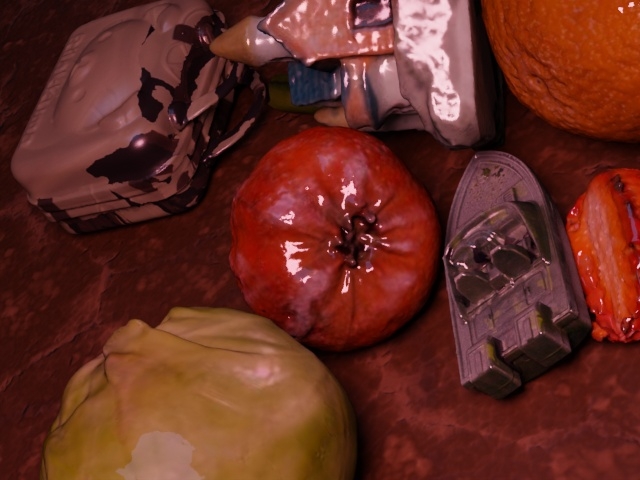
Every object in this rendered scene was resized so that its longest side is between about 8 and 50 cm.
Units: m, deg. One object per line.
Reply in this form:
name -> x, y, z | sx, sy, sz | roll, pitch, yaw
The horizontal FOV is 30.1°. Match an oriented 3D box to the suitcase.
suitcase -> -0.244, -0.195, 1.678 | 0.339, 0.194, 0.351 | -9, 48, 27

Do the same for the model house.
model house -> 0.030, -0.191, 1.337 | 0.325, 0.267, 0.194 | -2, 93, 16

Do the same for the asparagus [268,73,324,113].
asparagus -> 0.041, -0.189, 1.564 | 0.277, 0.060, 0.067 | 13, 60, 45

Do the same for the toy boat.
toy boat -> 0.186, 0.014, 1.225 | 0.141, 0.092, 0.319 | -40, 33, 29

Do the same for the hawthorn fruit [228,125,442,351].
hawthorn fruit -> 0.000, 0.000, 1.312 | 0.242, 0.242, 0.271 | -48, 14, -12

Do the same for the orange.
orange -> 0.345, -0.268, 1.206 | 0.357, 0.322, 0.322 | -35, 39, -9

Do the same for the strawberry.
strawberry -> 0.299, 0.019, 1.163 | 0.121, 0.082, 0.188 | 127, 147, -52

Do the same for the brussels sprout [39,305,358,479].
brussels sprout -> -0.118, 0.224, 1.152 | 0.328, 0.247, 0.328 | -11, 35, 8
